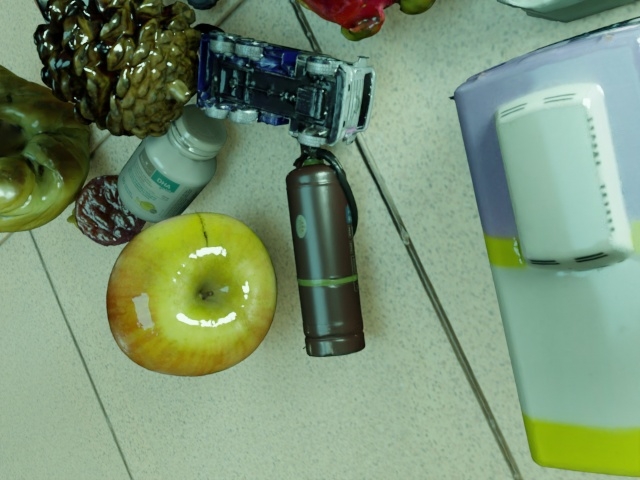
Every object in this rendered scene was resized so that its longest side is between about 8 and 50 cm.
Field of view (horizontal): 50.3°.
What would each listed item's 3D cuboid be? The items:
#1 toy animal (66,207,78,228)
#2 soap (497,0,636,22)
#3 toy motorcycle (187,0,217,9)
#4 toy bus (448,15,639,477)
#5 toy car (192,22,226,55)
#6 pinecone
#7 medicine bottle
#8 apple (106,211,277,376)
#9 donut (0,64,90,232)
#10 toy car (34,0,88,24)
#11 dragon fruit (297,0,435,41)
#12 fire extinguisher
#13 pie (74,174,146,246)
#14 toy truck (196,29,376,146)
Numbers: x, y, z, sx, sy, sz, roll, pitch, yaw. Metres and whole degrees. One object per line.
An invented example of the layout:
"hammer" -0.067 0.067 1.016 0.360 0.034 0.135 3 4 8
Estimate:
"toy animal" -0.497 -0.050 1.470 0.159 0.083 0.070 0 130 50
"soap" 0.306 -0.375 0.669 0.302 0.159 0.258 -6 96 38
"toy motorcycle" -0.211 -0.518 1.084 0.239 0.108 0.204 42 133 -7
"toy bus" 0.297 -0.002 0.708 0.209 0.249 0.440 -9 96 40
"toy car" -0.163 -0.299 1.122 0.055 0.069 0.142 -30 83 36
"pinecone" -0.305 -0.276 1.020 0.257 0.243 0.243 20 122 -11
"medicine bottle" -0.256 -0.136 1.196 0.215 0.135 0.135 -41 75 39
"apple" -0.212 0.087 1.131 0.233 0.286 0.286 -14 93 70
"donut" -0.640 -0.193 1.358 0.360 0.360 0.170 57 135 12
"toy car" -0.404 -0.427 1.181 0.212 0.180 0.270 54 163 33
"dragon fruit" 0.074 -0.399 0.807 0.307 0.227 0.243 -31 44 46
"fire extinguisher" 0.000 0.000 1.050 0.141 0.105 0.341 -5 92 57
"pie" -0.419 -0.063 1.365 0.154 0.036 0.154 0 88 0
"toy truck" -0.043 -0.226 0.992 0.268 0.155 0.124 21 115 30
